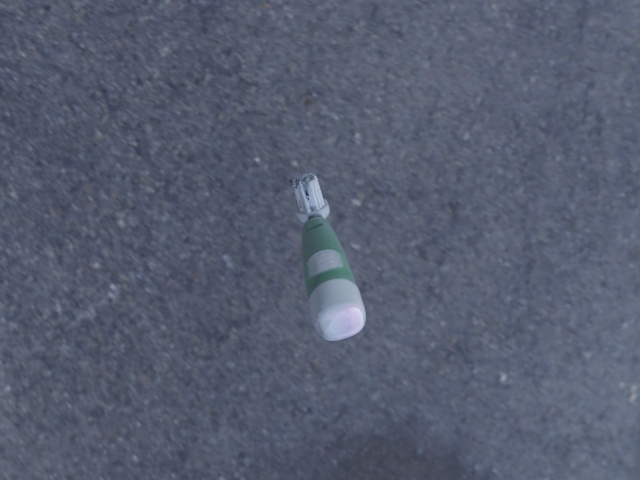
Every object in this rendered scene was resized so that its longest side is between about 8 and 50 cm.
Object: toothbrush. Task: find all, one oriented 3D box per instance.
[{"bbox_3d":[0.000,0.000,0.508,0.018,0.257,0.024,-18,102,1],"label":"toothbrush"}]
